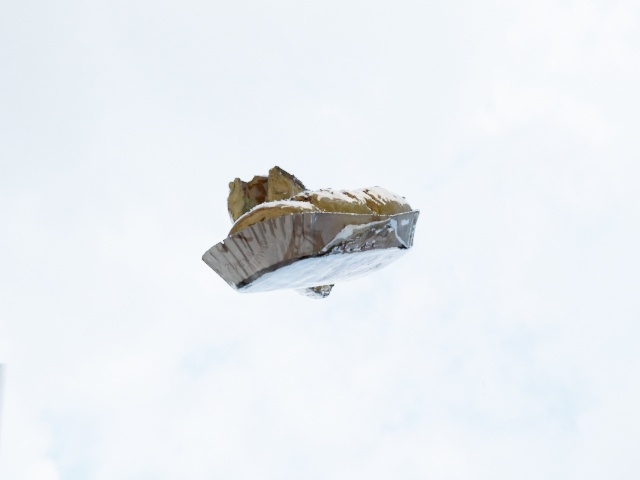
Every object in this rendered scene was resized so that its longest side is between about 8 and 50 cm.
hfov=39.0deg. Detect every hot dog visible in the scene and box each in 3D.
[{"bbox_3d":[0.000,0.000,0.824,0.131,0.252,0.069,-34,-106,33],"label":"hot dog"}]

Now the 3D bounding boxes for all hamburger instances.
[{"bbox_3d":[-0.036,0.007,1.308,0.124,0.262,0.131,-14,-122,31],"label":"hamburger"}]
